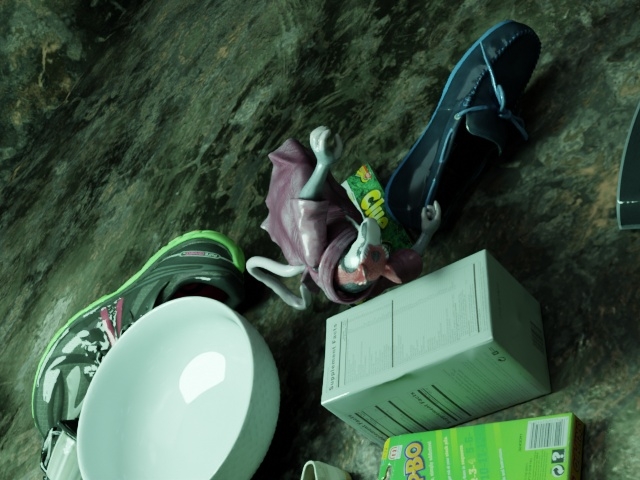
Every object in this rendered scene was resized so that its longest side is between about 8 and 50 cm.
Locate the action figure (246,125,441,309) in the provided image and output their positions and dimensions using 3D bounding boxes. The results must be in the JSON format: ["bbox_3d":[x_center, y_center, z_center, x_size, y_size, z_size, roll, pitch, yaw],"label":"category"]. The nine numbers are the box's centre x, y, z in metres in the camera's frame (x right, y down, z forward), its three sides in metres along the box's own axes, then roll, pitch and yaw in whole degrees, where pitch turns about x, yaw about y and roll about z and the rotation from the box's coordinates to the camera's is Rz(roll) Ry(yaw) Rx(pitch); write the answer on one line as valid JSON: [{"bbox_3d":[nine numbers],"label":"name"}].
[{"bbox_3d":[0.000,0.000,1.247,0.276,0.248,0.370,-52,23,8],"label":"action figure"}]

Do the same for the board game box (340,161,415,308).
[{"bbox_3d":[0.066,-0.013,1.470,0.136,0.030,0.260,-39,35,12],"label":"board game box"}]

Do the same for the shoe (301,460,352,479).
[{"bbox_3d":[-0.015,0.378,1.142,0.076,0.058,0.219,-19,44,38],"label":"shoe"}]

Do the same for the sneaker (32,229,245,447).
[{"bbox_3d":[-0.317,0.182,1.577,0.483,0.185,0.202,-47,29,6],"label":"sneaker"}]

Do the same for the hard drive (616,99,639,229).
[{"bbox_3d":[0.454,-0.133,1.114,0.172,0.054,0.255,-3,54,48],"label":"hard drive"}]

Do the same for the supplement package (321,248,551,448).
[{"bbox_3d":[0.137,0.139,1.136,0.244,0.134,0.139,-26,40,30],"label":"supplement package"}]

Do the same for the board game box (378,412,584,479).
[{"bbox_3d":[0.172,0.272,1.054,0.259,0.039,0.124,-15,45,37],"label":"board game box"}]

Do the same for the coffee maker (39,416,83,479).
[{"bbox_3d":[-0.380,0.392,1.493,0.120,0.171,0.178,28,94,50],"label":"coffee maker"}]

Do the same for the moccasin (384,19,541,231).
[{"bbox_3d":[0.233,-0.154,1.352,0.342,0.137,0.117,-61,37,7],"label":"moccasin"}]

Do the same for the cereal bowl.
[{"bbox_3d":[-0.192,0.260,1.366,0.339,0.141,0.339,-20,53,28],"label":"cereal bowl"}]
